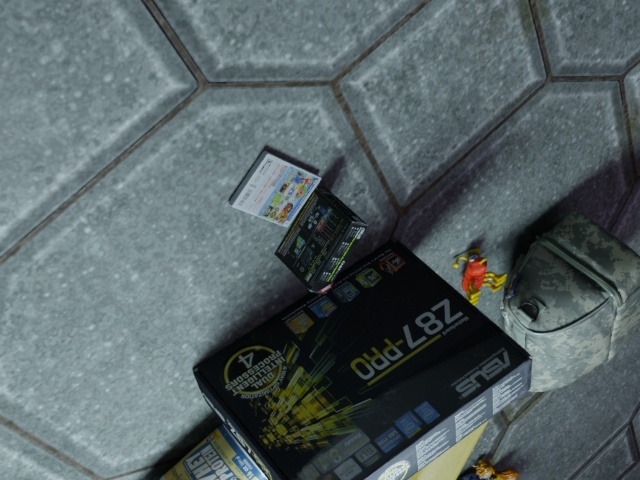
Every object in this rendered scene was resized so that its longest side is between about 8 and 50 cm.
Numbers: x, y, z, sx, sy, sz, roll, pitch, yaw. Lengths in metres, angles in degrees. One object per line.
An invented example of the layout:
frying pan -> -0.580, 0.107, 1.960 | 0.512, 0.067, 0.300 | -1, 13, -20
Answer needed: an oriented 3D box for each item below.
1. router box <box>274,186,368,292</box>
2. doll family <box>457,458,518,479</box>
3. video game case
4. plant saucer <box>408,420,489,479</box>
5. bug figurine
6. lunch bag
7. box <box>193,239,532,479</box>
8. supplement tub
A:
router box -> 0.000, 0.000, 1.415 | 0.038, 0.092, 0.122 | 11, 117, -49
doll family -> 0.377, 0.590, 2.355 | 0.263, 0.118, 0.163 | 16, 120, -31
video game case -> -0.060, -0.068, 1.360 | 0.122, 0.011, 0.087 | 21, 108, -51
plant saucer -> 0.173, 0.431, 2.005 | 0.333, 0.081, 0.332 | -4, 126, -43
bug figurine -> 0.194, 0.135, 1.752 | 0.279, 0.072, 0.216 | -27, 146, -31
lunch bag -> 0.448, 0.132, 1.864 | 0.256, 0.212, 0.305 | -42, 151, -16
box -> 0.060, 0.205, 1.480 | 0.395, 0.318, 0.097 | -31, 141, -18
supplement tub -> -0.166, 0.394, 1.580 | 0.200, 0.144, 0.144 | -41, 144, -7
